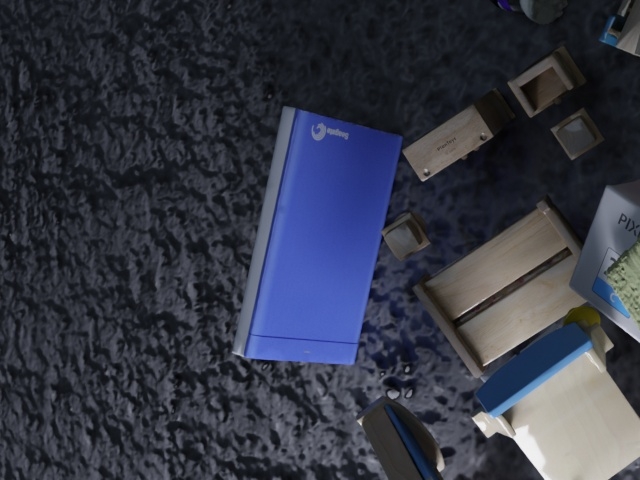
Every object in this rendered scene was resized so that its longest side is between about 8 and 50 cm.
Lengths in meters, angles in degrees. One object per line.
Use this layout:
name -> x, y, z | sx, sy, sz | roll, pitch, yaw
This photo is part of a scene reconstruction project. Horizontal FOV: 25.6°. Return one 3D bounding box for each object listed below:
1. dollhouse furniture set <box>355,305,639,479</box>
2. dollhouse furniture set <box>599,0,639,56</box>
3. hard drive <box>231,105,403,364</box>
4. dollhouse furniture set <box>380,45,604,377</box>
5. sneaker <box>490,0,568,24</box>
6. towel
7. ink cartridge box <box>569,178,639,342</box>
dollhouse furniture set -> 0.248, 0.238, 1.656 | 0.303, 0.286, 0.198 | -38, 27, 5
dollhouse furniture set -> 0.378, -0.265, 1.564 | 0.129, 0.183, 0.129 | 31, 105, 39
hard drive -> 0.000, 0.000, 1.841 | 0.040, 0.210, 0.319 | 14, 94, 42
dollhouse furniture set -> 0.269, -0.012, 1.724 | 0.303, 0.174, 0.355 | -34, 92, 19
sneaker -> 0.264, -0.427, 1.742 | 0.146, 0.102, 0.293 | 26, 101, 41
towel -> 0.365, 0.061, 1.465 | 0.148, 0.027, 0.110 | 58, 138, 23
ink cartridge box -> 0.420, 0.016, 1.463 | 0.296, 0.066, 0.261 | 41, 128, 37
